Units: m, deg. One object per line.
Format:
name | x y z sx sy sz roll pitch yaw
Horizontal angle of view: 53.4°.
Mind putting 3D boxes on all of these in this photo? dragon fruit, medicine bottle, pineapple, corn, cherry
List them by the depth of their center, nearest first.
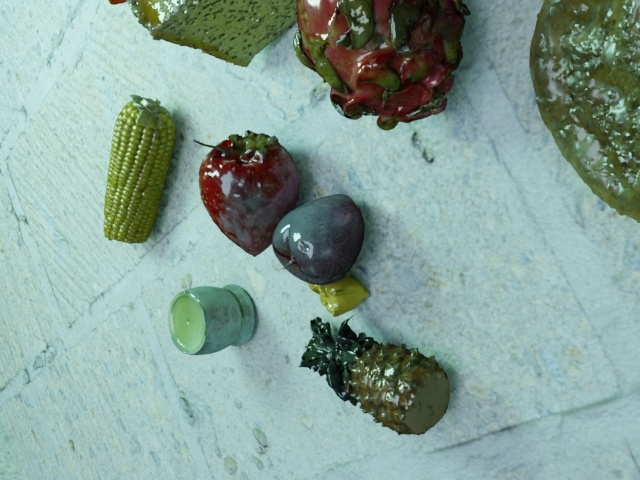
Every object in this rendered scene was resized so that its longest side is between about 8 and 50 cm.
dragon fruit | 0.087 -0.310 0.961 0.269 0.250 0.291 11 128 53
pineapple | 0.079 0.222 1.139 0.310 0.141 0.170 19 115 45
cherry | -0.001 -0.002 1.145 0.176 0.176 0.140 -3 126 42
cherry | -0.136 -0.087 1.232 0.175 0.192 0.249 -136 40 -70
medicine bottle | -0.237 0.171 1.390 0.147 0.143 0.147 3 95 41
corn | -0.434 -0.152 1.509 0.144 0.144 0.387 35 122 32

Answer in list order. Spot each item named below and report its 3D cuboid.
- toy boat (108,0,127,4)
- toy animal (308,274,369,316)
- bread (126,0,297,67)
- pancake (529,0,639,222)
toy boat | -0.401 -0.663 1.391 0.332 0.145 0.133 -47 32 38
toy animal | 0.013 0.080 1.215 0.159 0.083 0.070 31 128 47
bread | -0.205 -0.511 1.185 0.248 0.279 0.315 -31 61 31
pancake | 0.375 -0.190 0.726 0.382 0.071 0.382 162 90 -72
